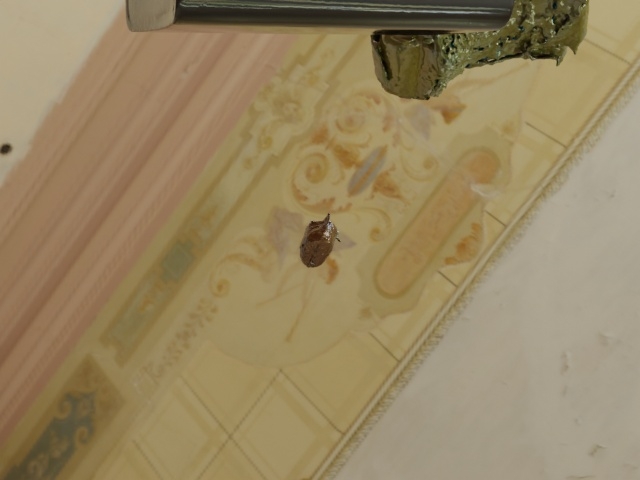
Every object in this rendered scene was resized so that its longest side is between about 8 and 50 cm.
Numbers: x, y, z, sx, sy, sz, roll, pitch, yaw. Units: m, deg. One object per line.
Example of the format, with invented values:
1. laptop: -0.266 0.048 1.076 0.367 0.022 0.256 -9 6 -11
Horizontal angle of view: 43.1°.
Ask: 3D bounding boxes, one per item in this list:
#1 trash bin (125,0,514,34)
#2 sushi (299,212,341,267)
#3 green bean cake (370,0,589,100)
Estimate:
1. trash bin: -0.004 -0.190 0.541 0.165 0.225 0.115 -155 -114 -64
2. sushi: -0.004 -0.001 1.290 0.118 0.061 0.060 -44 -153 49
3. green bean cake: 0.238 -0.346 1.175 0.310 0.202 0.285 5 -120 11
